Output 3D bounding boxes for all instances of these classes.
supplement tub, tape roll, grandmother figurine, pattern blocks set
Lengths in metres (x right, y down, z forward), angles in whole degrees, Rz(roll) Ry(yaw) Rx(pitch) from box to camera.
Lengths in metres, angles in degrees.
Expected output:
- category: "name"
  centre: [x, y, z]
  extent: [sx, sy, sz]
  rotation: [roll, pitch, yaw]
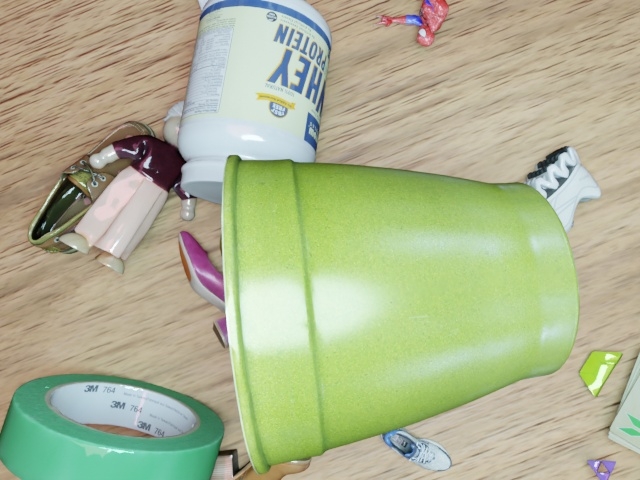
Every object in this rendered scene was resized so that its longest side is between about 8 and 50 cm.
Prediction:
- category: "supplement tub"
  centre: [-0.114, -0.230, 0.860]
  extent: [0.235, 0.235, 0.325]
  rotation: [7, 82, 6]
- category: "tape roll"
  centre: [-0.318, 0.300, 0.785]
  extent: [0.321, 0.321, 0.077]
  rotation: [16, 86, 6]
- category: "grandmother figurine"
  centre: [-0.314, -0.109, 0.920]
  extent: [0.104, 0.208, 0.342]
  rotation: [16, 72, 50]
- category: "pattern blocks set"
  centre: [0.566, 0.275, 0.792]
  extent: [0.285, 0.026, 0.325]
  rotation: [40, 100, 39]

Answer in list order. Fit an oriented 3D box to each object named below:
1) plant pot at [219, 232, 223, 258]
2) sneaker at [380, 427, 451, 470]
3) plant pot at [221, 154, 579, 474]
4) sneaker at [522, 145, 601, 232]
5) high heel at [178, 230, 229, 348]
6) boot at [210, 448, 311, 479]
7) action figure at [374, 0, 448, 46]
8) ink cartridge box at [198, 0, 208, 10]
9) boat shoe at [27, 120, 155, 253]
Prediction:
- category: "plant pot"
  centre: [-0.129, 0.004, 0.914]
  extent: [0.134, 0.095, 0.134]
  rotation: [0, 84, 4]
- category: "sneaker"
  centre: [0.166, 0.370, 0.869]
  extent: [0.135, 0.058, 0.052]
  rotation: [24, 87, 6]
- category: "plant pot"
  centre: [0.087, 0.064, 0.608]
  extent: [0.353, 0.366, 0.366]
  rotation: [-6, 84, -3]
- category: "sneaker"
  centre: [0.370, -0.030, 0.876]
  extent: [0.292, 0.110, 0.118]
  rotation: [-45, 92, 0]
- category: "high heel"
  centre: [-0.177, 0.074, 0.933]
  extent: [0.117, 0.082, 0.244]
  rotation: [-22, 68, -26]
- category: "boot"
  centre: [-0.101, 0.450, 0.879]
  extent: [0.197, 0.073, 0.152]
  rotation: [-10, 82, 16]
- category: "action figure"
  centre: [0.186, -0.507, 0.944]
  extent: [0.139, 0.091, 0.280]
  rotation: [7, 84, -1]
- category: "ink cartridge box"
  centre: [-0.175, -0.488, 0.996]
  extent: [0.145, 0.045, 0.179]
  rotation: [-14, 81, 4]
- category: "boat shoe"
  centre: [-0.429, -0.103, 0.945]
  extent: [0.110, 0.104, 0.307]
  rotation: [33, 88, 7]
